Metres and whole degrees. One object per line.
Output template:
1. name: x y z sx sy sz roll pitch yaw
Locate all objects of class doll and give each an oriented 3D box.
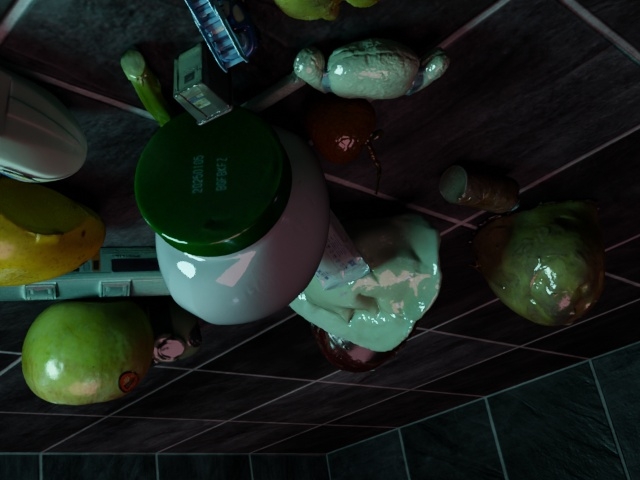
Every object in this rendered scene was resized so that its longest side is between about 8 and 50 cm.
1. doll: 0.069 -0.231 1.030 0.213 0.072 0.103 -4 153 -5

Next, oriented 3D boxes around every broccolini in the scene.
1. broccolini: -0.228 -0.131 1.118 0.078 0.074 0.392 -18 156 -1

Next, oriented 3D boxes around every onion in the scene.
1. onion: 0.109 0.176 1.738 0.280 0.281 0.221 -16 -163 13

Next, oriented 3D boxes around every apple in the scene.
1. apple: -0.450 0.208 1.464 0.260 0.194 0.261 1 -175 0

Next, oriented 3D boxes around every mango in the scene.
1. mango: -0.480 -0.008 1.204 0.191 0.160 0.290 -36 155 31

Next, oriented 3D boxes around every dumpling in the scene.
1. dumpling: 0.093 0.061 1.516 0.270 0.212 0.320 39 154 -11

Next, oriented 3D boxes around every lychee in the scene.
1. lychee: 0.039 -0.158 1.123 0.140 0.101 0.114 29 94 -33

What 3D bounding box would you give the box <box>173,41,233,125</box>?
1. box: -0.155 -0.207 0.987 0.060 0.085 0.063 -22 144 25

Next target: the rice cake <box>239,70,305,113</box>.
1. rice cake: -0.072 -0.208 1.084 0.121 0.022 0.022 -25 156 32

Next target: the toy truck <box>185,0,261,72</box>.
1. toy truck: -0.125 -0.272 0.894 0.063 0.074 0.136 -22 111 20

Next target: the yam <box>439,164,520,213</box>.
1. yam: 0.297 -0.093 1.397 0.141 0.079 0.079 9 149 -33

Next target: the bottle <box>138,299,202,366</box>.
1. bottle: -0.439 0.221 1.674 0.346 0.169 0.168 -10 155 -6

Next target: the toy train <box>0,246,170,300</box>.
1. toy train: -0.426 0.066 1.445 0.409 0.089 0.086 0 148 -20

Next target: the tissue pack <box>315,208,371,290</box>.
1. tissue pack: 0.000 0.000 1.383 0.122 0.193 0.026 -31 -175 38

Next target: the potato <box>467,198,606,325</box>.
1. potato: 0.484 0.074 1.626 0.300 0.237 0.289 -14 155 9

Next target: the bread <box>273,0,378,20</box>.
1. bread: -0.001 -0.308 0.860 0.149 0.065 0.188 -12 157 16

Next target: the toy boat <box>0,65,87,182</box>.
1. toy boat: -0.427 -0.150 0.946 0.140 0.141 0.269 -20 155 20

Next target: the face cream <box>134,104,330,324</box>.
1. face cream: -0.114 -0.027 1.142 0.219 0.313 0.357 28 166 19
